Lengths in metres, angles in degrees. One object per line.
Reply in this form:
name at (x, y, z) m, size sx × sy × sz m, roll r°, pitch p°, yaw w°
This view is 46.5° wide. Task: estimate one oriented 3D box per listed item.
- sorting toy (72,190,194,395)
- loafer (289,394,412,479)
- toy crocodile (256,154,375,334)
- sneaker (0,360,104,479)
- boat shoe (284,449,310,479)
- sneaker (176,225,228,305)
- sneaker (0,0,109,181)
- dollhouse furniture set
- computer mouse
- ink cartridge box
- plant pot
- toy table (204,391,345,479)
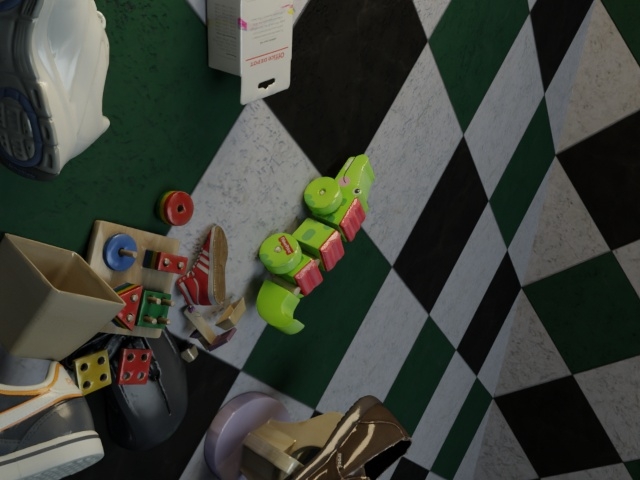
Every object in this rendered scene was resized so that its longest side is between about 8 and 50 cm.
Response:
sorting toy at (-0.231, 0.062, 0.928) m, size 0.132 × 0.046 × 0.275 m, roll 18°, pitch 82°, yaw -52°
loafer at (0.032, 0.423, 1.248) m, size 0.366 × 0.130 × 0.134 m, roll -50°, pitch 148°, yaw -27°
toy crocodile at (0.000, 0.000, 1.249) m, size 0.341 × 0.105 × 0.115 m, roll -54°, pitch 148°, yaw -22°
sneaker at (-0.397, 0.220, 0.758) m, size 0.321 × 0.128 × 0.126 m, roll -14°, pitch 161°, yaw -28°
boat shoe at (-0.062, 0.440, 1.517) m, size 0.135 × 0.045 × 0.050 m, roll -46°, pitch 155°, yaw -28°
sneaker at (-0.171, 0.038, 1.074) m, size 0.042 × 0.067 × 0.119 m, roll 39°, pitch 47°, yaw -57°
sneaker at (-0.263, -0.210, 0.705) m, size 0.129 × 0.111 × 0.297 m, roll -51°, pitch 155°, yaw -55°
dollhouse furniture set at (-0.176, 0.112, 1.140) m, size 0.081 × 0.091 × 0.114 m, roll 54°, pitch 27°, yaw -12°
computer mouse at (-0.244, 0.203, 1.029) m, size 0.188 × 0.072 × 0.272 m, roll -43°, pitch 143°, yaw -37°
ink cartridge box at (-0.089, -0.277, 0.952) m, size 0.104 × 0.061 × 0.181 m, roll -32°, pitch 135°, yaw -45°
plant pot at (-0.303, 0.071, 0.816) m, size 0.096 × 0.109 × 0.109 m, roll -55°, pitch 151°, yaw 5°
toy table at (-0.078, 0.397, 1.349) m, size 0.252 × 0.160 × 0.274 m, roll -63°, pitch 151°, yaw -5°
